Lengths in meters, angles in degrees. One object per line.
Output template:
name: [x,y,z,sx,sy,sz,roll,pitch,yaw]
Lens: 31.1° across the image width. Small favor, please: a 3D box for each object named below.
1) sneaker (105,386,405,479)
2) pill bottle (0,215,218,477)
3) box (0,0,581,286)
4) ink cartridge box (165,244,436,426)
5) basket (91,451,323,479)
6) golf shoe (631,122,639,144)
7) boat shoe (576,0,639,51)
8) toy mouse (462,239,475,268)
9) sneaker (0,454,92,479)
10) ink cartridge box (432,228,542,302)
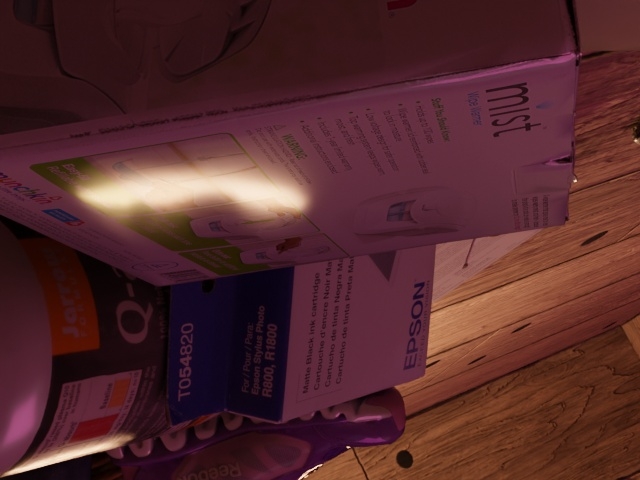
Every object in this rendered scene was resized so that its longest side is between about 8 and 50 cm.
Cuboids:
sneaker: [-0.047,0.162,0.850,0.236,0.104,0.095,-12,180,17]
pill bottle: [-0.177,0.057,0.701,0.162,0.162,0.278,-35,163,30]
box: [-0.010,-0.068,0.502,0.231,0.126,0.262,-9,167,10]
ink cartridge box: [0.000,0.000,0.744,0.045,0.223,0.224,12,-166,39]
basket: [-0.095,0.143,1.024,0.299,0.213,0.223,-28,164,9]
golf shoe: [0.429,-0.116,1.282,0.176,0.086,0.069,-20,162,-27]
boat shoe: [0.211,-0.196,0.623,0.340,0.158,0.127,1,170,5]
toy mouse: [0.158,-0.062,1.079,0.161,0.031,0.143,-41,138,10]
sneaker: [-0.270,0.117,0.912,0.226,0.163,0.086,12,180,16]
ink cartridge box: [0.097,-0.009,1.196,0.225,0.056,0.181,14,141,-39]
